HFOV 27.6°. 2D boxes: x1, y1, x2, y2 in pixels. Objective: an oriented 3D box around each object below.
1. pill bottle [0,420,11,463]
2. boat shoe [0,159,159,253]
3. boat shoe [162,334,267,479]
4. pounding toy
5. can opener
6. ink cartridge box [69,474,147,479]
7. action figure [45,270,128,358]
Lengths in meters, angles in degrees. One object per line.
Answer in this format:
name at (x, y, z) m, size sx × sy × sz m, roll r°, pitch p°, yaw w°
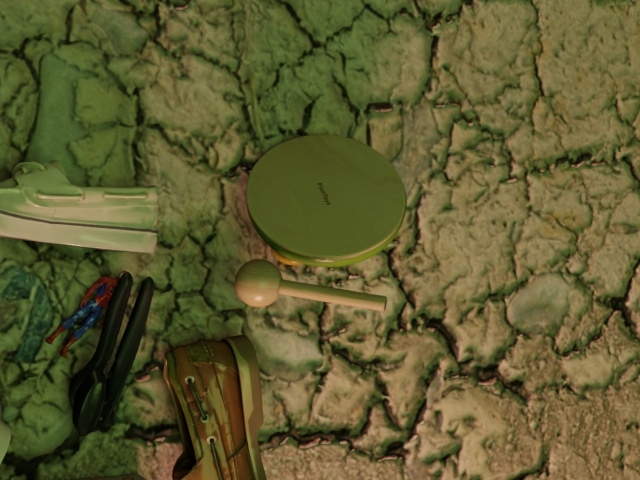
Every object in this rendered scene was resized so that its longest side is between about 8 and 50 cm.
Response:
pill bottle at (-0.425, 0.172, 1.305) m, size 0.216 × 0.121 × 0.121 m, roll 37°, pitch 79°, yaw -24°
boat shoe at (-0.291, -0.042, 1.363) m, size 0.268 × 0.096 × 0.088 m, roll 8°, pitch 88°, yaw -27°
boat shoe at (-0.120, 0.263, 1.478) m, size 0.104 × 0.111 × 0.307 m, roll -7°, pitch 89°, yaw -21°
pounding toy at (0.000, 0.000, 1.491) m, size 0.183 × 0.110 × 0.236 m, roll 8°, pitch 52°, yaw 2°
can opener at (-0.221, 0.122, 1.411) m, size 0.059 × 0.073 × 0.186 m, roll 18°, pitch 100°, yaw -34°
ink cartridge box at (-0.272, 0.354, 1.369) m, size 0.233 × 0.171 × 0.168 m, roll 0°, pitch 95°, yaw -26°
action figure at (-0.251, 0.077, 1.431) m, size 0.038 × 0.030 × 0.115 m, roll 45°, pitch 74°, yaw -17°
